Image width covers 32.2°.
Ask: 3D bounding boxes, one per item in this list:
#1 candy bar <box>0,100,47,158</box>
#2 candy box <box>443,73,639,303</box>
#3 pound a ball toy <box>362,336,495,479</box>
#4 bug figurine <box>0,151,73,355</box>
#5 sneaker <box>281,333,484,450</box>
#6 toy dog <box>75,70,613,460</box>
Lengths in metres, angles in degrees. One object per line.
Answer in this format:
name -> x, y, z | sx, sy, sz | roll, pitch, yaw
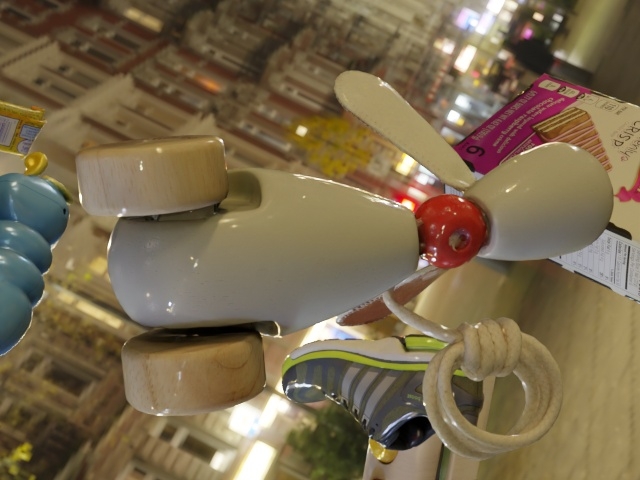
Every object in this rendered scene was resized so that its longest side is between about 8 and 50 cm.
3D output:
candy bar -> -0.237, -0.081, 0.685 | 0.161, 0.018, 0.040 | 12, -73, -52
candy box -> 0.243, -0.048, 0.956 | 0.159, 0.233, 0.071 | -39, -41, -29
pound a ball toy -> 0.101, 0.293, 1.515 | 0.208, 0.136, 0.319 | 9, 87, 60
bug figurine -> -0.157, -0.002, 0.358 | 0.279, 0.072, 0.216 | 69, -155, -54
sneaker -> 0.062, 0.175, 1.253 | 0.300, 0.111, 0.121 | -12, 68, 47
toy dog -> 0.000, 0.000, 0.696 | 0.161, 0.334, 0.220 | 27, 104, 65
